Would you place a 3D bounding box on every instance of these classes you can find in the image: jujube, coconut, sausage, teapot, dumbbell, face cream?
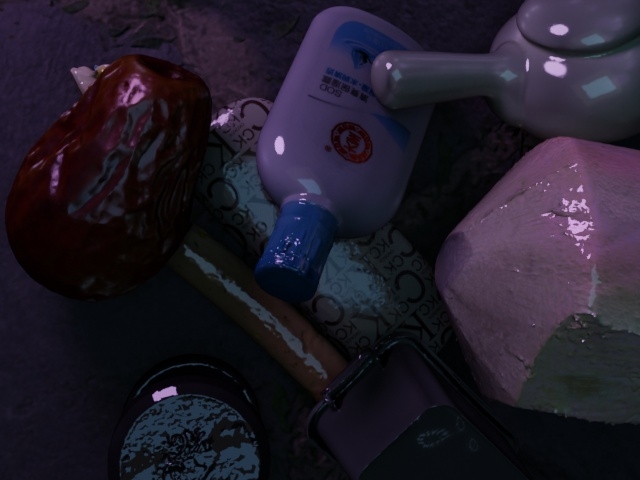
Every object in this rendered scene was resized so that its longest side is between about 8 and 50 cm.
[{"bbox_3d":[-0.208,-0.063,1.065,0.190,0.190,0.255,27,109,-5],"label":"jujube"},{"bbox_3d":[0.270,0.047,1.071,0.309,0.297,0.298,5,90,-8],"label":"coconut"},{"bbox_3d":[-0.046,0.100,1.160,0.301,0.066,0.066,43,87,-6],"label":"sausage"},{"bbox_3d":[0.231,-0.173,1.090,0.318,0.220,0.149,-37,133,-29],"label":"teapot"},{"bbox_3d":[-0.132,0.202,1.073,0.152,0.218,0.153,0,91,-6],"label":"dumbbell"},{"bbox_3d":[0.016,-0.088,1.076,0.163,0.080,0.337,30,55,-12],"label":"face cream"}]

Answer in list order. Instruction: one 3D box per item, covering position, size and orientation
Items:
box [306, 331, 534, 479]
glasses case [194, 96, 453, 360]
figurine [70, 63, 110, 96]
[{"bbox_3d":[0.118,0.231,1.101,0.163,0.135,0.243,-43,115,2],"label":"box"},{"bbox_3d":[0.000,0.000,1.150,0.137,0.085,0.355,-44,94,-7],"label":"glasses case"},{"bbox_3d":[-0.234,-0.157,1.152,0.050,0.047,0.083,-24,85,-20],"label":"figurine"}]
